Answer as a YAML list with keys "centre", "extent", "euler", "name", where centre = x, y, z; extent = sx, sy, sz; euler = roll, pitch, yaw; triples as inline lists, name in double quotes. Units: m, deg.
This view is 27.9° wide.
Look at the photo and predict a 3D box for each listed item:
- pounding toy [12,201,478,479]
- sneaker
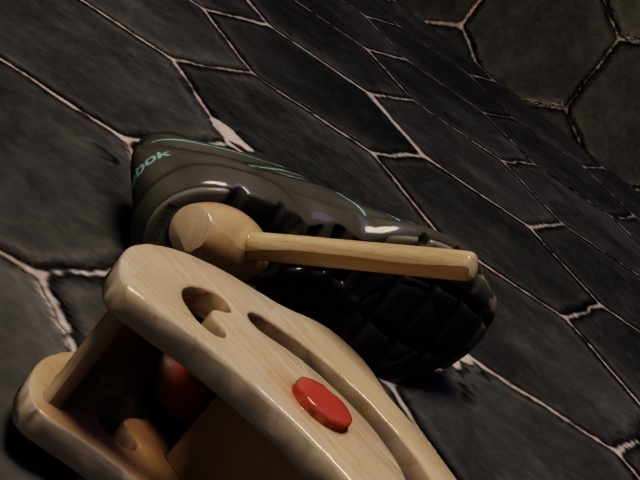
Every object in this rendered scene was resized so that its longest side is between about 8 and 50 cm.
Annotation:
- centre: [-0.012, 0.057, 0.525]
  extent: [0.154, 0.155, 0.269]
  euler: [22, 22, -50]
  name: "pounding toy"
- centre: [0.000, 0.000, 0.795]
  extent: [0.267, 0.101, 0.106]
  euler: [25, 18, -33]
  name: "sneaker"
